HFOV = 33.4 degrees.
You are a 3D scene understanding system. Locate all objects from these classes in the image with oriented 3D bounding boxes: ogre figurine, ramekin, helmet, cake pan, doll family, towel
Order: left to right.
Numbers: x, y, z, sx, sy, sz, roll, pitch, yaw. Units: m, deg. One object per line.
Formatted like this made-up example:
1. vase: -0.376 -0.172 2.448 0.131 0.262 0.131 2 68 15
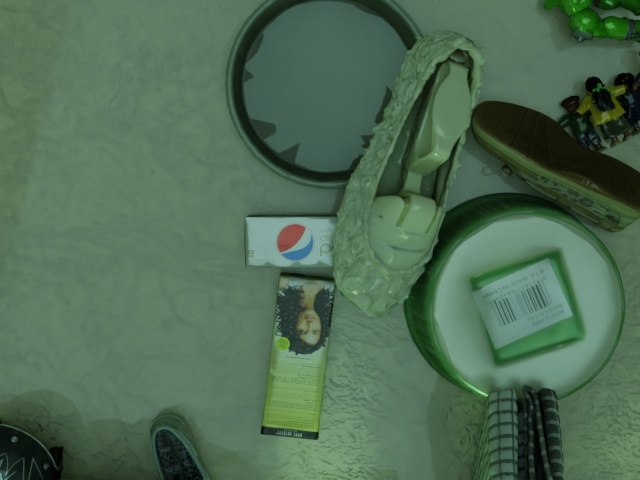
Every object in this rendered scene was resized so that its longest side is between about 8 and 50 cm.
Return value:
1. helmet: -0.444 0.331 1.492 0.170 0.161 0.169 0 94 -1
2. cake pan: 0.013 -0.220 1.515 0.293 0.054 0.293 0 94 -1
3. ramekin: 0.273 0.086 1.492 0.304 0.148 0.303 0 94 -1
4. towel: 0.268 0.351 1.408 0.121 0.283 0.235 2 53 3
5. ogre figurine: 0.380 -0.356 1.496 0.118 0.097 0.197 -25 110 -17
6. doll family: 0.430 -0.201 1.517 0.193 0.076 0.111 -25 90 -4

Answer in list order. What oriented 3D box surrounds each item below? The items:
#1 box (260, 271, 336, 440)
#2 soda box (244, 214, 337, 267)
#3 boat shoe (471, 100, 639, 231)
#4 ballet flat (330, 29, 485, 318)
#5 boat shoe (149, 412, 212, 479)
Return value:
1. box: -0.032 0.166 1.539 0.087 0.058 0.232 5 94 -1
2. soda box: 0.000 0.000 1.523 0.216 0.069 0.073 0 94 0
3. boat shoe: 0.327 -0.096 1.499 0.285 0.089 0.104 30 50 -5
4. ballet flat: 0.121 -0.092 1.420 0.147 0.147 0.408 16 89 -2
5. boat shoe: -0.192 0.362 1.538 0.079 0.081 0.227 -22 94 1
